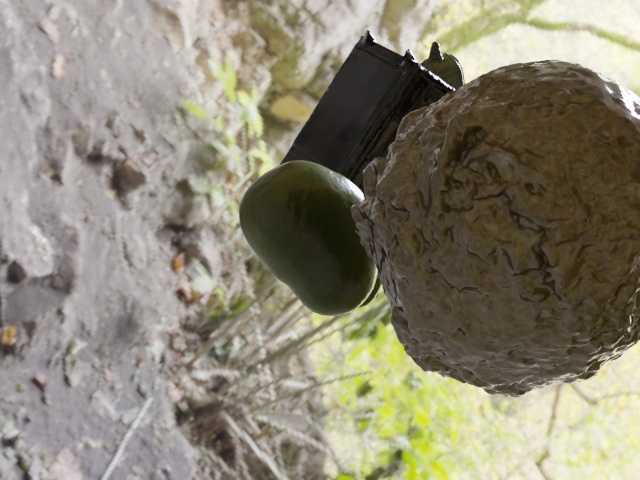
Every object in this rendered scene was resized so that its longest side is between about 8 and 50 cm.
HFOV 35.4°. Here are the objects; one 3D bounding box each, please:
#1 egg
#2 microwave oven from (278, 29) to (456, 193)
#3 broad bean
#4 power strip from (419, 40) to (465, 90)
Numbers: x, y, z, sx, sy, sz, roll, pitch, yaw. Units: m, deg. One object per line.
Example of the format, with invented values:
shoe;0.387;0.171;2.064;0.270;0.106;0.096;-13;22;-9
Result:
egg;0.163;-0.012;0.824;0.310;0.279;0.279;88;-21;-61
microwave oven;0.086;-0.125;1.363;0.178;0.247;0.188;29;9;-32
broad bean;0.000;0.000;1.013;0.174;0.124;0.082;58;-6;-27
power strip;0.241;-0.209;1.934;0.066;0.092;0.387;51;-20;50
